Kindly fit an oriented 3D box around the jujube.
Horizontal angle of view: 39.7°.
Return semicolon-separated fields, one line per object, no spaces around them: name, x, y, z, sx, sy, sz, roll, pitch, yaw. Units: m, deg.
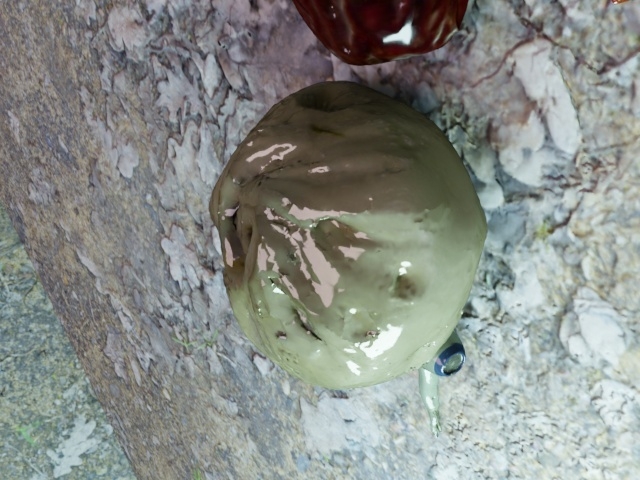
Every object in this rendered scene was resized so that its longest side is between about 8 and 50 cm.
jujube;0.042;-0.281;0.790;0.183;0.183;0.243;11;120;51

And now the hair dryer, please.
hair dryer;0.110;0.134;1.086;0.167;0.067;0.199;54;160;34

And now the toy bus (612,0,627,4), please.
toy bus;0.233;-0.274;0.643;0.077;0.065;0.192;3;113;41

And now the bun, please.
bun;0.000;0.000;0.945;0.362;0.234;0.326;27;121;53
